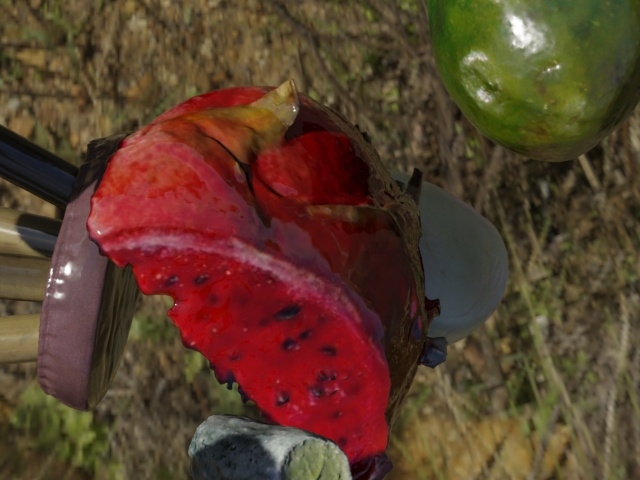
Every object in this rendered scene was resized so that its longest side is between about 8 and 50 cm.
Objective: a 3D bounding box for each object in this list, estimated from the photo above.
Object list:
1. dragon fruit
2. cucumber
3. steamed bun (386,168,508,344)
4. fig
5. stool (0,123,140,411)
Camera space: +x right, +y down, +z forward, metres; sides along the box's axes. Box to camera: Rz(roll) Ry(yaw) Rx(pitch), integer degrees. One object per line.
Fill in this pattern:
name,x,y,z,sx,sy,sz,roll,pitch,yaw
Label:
dragon fruit,0.000,0.000,1.133,0.100,0.282,0.343,-16,129,41
cucumber,-0.034,0.138,0.882,0.064,0.112,0.064,-1,91,-35
steamed bun,0.060,0.040,1.358,0.170,0.152,0.239,-24,145,39
fig,0.160,-0.177,1.201,0.195,0.245,0.195,-33,145,-27
stool,-0.267,0.017,1.422,0.179,0.272,0.272,10,126,0
